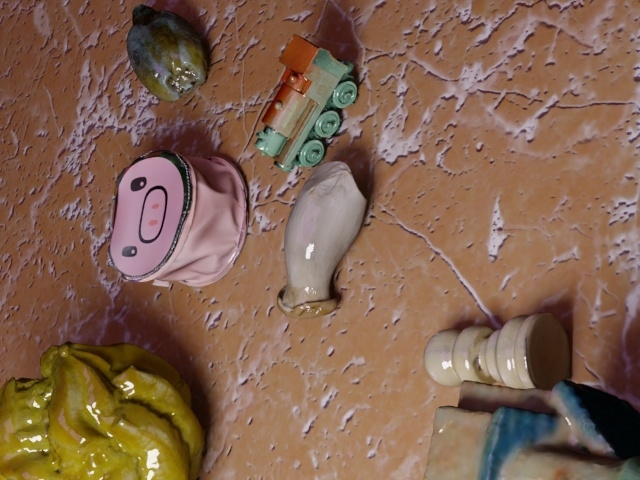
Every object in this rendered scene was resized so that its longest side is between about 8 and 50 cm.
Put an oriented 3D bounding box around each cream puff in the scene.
[{"bbox_3d":[-0.329,0.283,1.679,0.324,0.257,0.291,-27,34,27],"label":"cream puff"}]

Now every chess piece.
[{"bbox_3d":[0.192,0.135,1.454,0.170,0.094,0.094,-8,72,41],"label":"chess piece"}]

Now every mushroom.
[{"bbox_3d":[0.001,0.000,1.649,0.097,0.088,0.212,14,91,8],"label":"mushroom"}]

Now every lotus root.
[{"bbox_3d":[-0.240,-0.293,1.931,0.113,0.088,0.192,-37,54,5],"label":"lotus root"}]

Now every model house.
[{"bbox_3d":[0.283,0.274,1.194,0.280,0.312,0.245,4,76,41],"label":"model house"}]

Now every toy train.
[{"bbox_3d":[-0.027,-0.179,1.704,0.074,0.118,0.176,39,100,42],"label":"toy train"}]

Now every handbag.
[{"bbox_3d":[-0.206,-0.032,1.804,0.179,0.116,0.205,-5,75,39],"label":"handbag"}]
